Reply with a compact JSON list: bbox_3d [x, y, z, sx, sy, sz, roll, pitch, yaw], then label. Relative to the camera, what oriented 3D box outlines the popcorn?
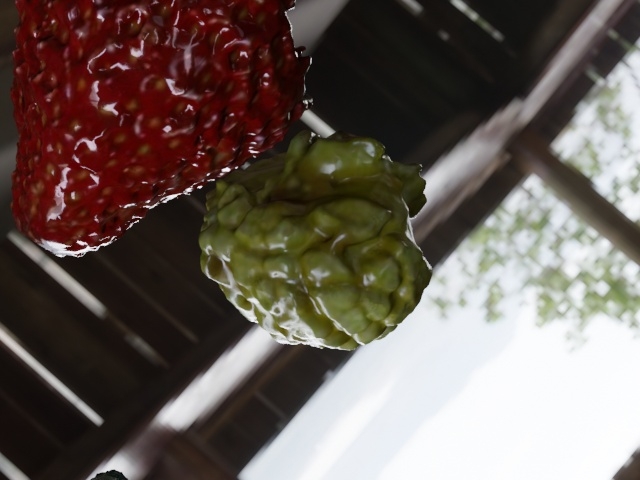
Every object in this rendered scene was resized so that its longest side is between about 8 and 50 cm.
[{"bbox_3d":[0.000,0.000,1.661,0.257,0.224,0.270,-24,-144,22],"label":"popcorn"}]

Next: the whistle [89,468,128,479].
[{"bbox_3d":[-0.141,0.180,0.998,0.039,0.039,0.186,-49,-176,-4],"label":"whistle"}]

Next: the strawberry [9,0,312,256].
[{"bbox_3d":[-0.142,-0.137,1.169,0.257,0.261,0.261,-24,167,-12],"label":"strawberry"}]
